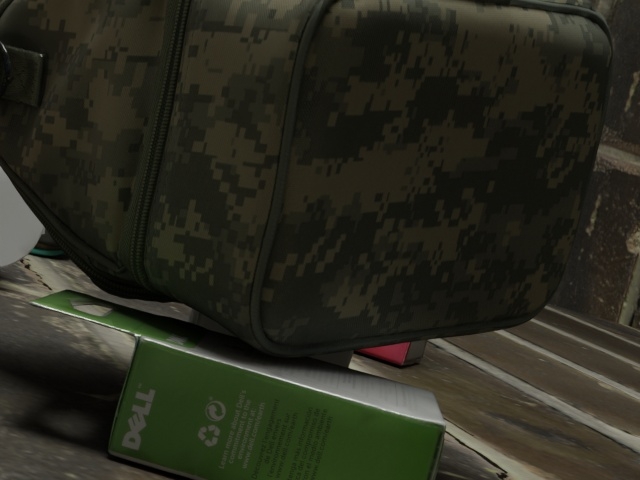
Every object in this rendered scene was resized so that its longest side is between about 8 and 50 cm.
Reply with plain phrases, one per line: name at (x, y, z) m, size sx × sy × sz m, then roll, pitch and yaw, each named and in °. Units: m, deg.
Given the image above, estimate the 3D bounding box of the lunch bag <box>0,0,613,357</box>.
lunch bag at (-0.014, -0.072, 0.934) m, size 0.256 × 0.213 × 0.305 m, roll 24°, pitch 19°, yaw 37°

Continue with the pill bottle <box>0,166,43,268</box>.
pill bottle at (-0.284, -0.036, 1.270) m, size 0.108 × 0.108 × 0.180 m, roll 15°, pitch 3°, yaw -33°

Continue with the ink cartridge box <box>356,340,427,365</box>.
ink cartridge box at (0.000, 0.000, 1.531) m, size 0.237 × 0.172 × 0.100 m, roll 17°, pitch 3°, yaw 14°

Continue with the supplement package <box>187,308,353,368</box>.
supplement package at (-0.033, 0.049, 1.116) m, size 0.105 × 0.105 × 0.179 m, roll 19°, pitch 4°, yaw -5°

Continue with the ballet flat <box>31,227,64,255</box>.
ballet flat at (-0.269, -0.045, 1.625) m, size 0.095 × 0.096 × 0.280 m, roll 17°, pitch 3°, yaw -3°

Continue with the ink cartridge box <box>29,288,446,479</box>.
ink cartridge box at (-0.046, 0.084, 0.821) m, size 0.209 × 0.062 × 0.109 m, roll 16°, pitch 3°, yaw 1°
